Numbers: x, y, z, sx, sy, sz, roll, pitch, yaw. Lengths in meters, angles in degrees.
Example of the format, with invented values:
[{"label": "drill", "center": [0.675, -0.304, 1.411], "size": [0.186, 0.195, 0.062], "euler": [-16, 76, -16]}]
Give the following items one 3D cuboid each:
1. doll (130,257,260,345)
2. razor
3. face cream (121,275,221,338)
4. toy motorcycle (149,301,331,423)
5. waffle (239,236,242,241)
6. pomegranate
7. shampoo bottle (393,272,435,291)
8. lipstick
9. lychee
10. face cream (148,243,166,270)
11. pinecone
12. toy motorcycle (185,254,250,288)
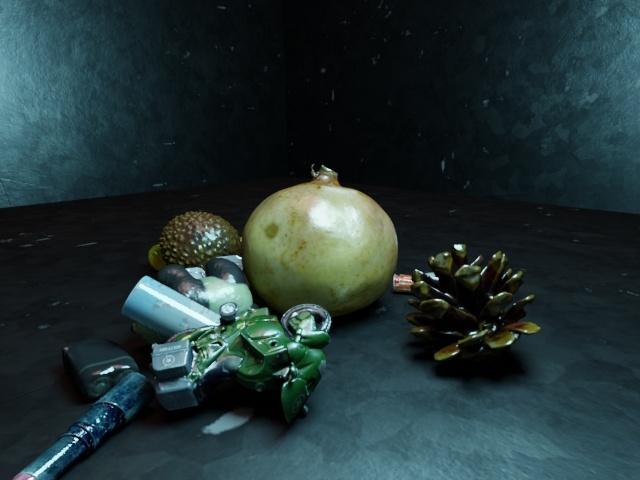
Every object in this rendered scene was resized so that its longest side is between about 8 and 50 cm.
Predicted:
[{"label": "doll", "center": [-0.242, 0.124, 0.923], "size": [0.234, 0.143, 0.135], "euler": [-7, 21, -25]}, {"label": "razor", "center": [-0.362, 0.201, 0.787], "size": [0.090, 0.054, 0.148], "euler": [-8, 15, -40]}, {"label": "face cream", "center": [-0.211, 0.145, 0.810], "size": [0.229, 0.075, 0.075], "euler": [30, 11, -8]}, {"label": "toy motorcycle", "center": [-0.111, 0.180, 0.694], "size": [0.275, 0.124, 0.187], "euler": [-11, 40, -2]}, {"label": "waffle", "center": [-0.232, 0.001, 1.576], "size": [0.169, 0.036, 0.184], "euler": [-13, 6, -41]}, {"label": "pomegranate", "center": [0.000, 0.000, 1.030], "size": [0.339, 0.338, 0.338], "euler": [-1, 14, 0]}, {"label": "shampoo bottle", "center": [0.284, 0.107, 1.133], "size": [0.221, 0.051, 0.108], "euler": [4, 17, 16]}, {"label": "lipstick", "center": [-0.305, 0.249, 0.603], "size": [0.054, 0.053, 0.234], "euler": [4, 17, 20]}, {"label": "lychee", "center": [-0.305, 0.021, 1.255], "size": [0.238, 0.200, 0.200], "euler": [37, 30, 21]}, {"label": "face cream", "center": [-0.405, 0.021, 1.474], "size": [0.078, 0.078, 0.273], "euler": [4, 15, 21]}, {"label": "pinecone", "center": [0.252, 0.110, 0.840], "size": [0.203, 0.201, 0.229], "euler": [8, -16, -23]}, {"label": "toy motorcycle", "center": [-0.222, 0.095, 1.158], "size": [0.255, 0.112, 0.112], "euler": [-6, 14, -13]}]
